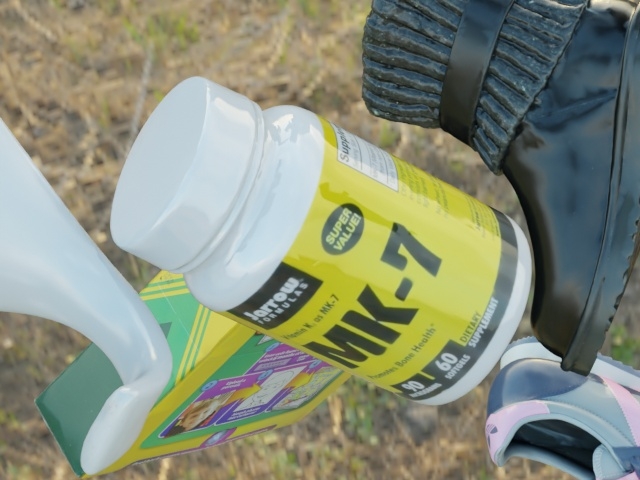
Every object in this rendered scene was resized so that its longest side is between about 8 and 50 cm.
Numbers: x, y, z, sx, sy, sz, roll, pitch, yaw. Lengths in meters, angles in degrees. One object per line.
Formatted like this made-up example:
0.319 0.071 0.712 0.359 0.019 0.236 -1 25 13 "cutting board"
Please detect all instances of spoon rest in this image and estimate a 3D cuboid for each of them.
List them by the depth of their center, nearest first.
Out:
-0.177 0.006 0.935 0.276 0.137 0.084 43 28 20 "spoon rest"

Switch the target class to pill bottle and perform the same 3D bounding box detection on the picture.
0.000 0.000 0.956 0.208 0.119 0.119 26 48 -25 "pill bottle"

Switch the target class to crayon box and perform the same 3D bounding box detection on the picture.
-0.060 0.091 1.813 0.363 0.313 0.106 -7 58 -53 "crayon box"

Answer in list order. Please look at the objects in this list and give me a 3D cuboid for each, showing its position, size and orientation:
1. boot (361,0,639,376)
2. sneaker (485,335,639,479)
0.156 -0.073 1.515 0.260 0.348 0.131 13 17 15 "boot"
0.301 0.193 1.593 0.319 0.112 0.131 13 49 14 "sneaker"
